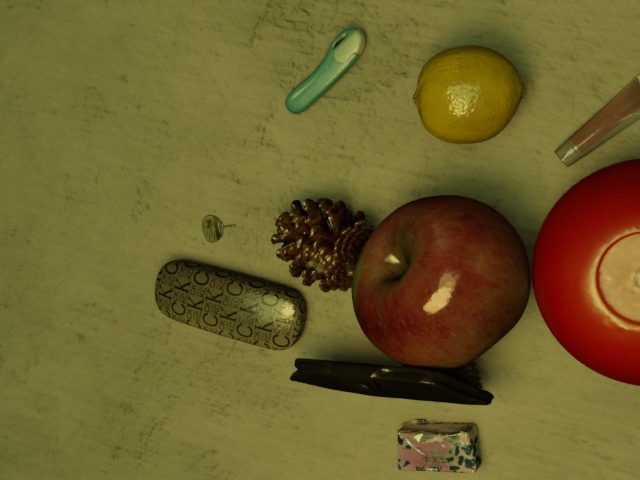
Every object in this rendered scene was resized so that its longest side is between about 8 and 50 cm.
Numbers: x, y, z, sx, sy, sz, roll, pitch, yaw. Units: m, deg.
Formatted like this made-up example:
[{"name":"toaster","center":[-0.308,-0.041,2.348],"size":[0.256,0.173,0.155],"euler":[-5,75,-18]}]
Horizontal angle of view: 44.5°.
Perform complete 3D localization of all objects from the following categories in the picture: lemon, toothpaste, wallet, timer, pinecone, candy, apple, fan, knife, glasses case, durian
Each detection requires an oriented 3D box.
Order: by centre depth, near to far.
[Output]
[{"name":"timer","center":[0.544,0.052,1.296],"size":[0.378,0.279,0.377],"euler":[2,96,23]},{"name":"apple","center":[0.222,0.082,1.402],"size":[0.269,0.344,0.344],"euler":[25,111,-28]},{"name":"toothpaste","center":[0.510,-0.209,1.404],"size":[0.194,0.043,0.067],"euler":[-39,80,15]},{"name":"lemon","center":[0.269,-0.262,1.416],"size":[0.203,0.178,0.178],"euler":[-1,97,9]},{"name":"wallet","center":[0.124,0.266,1.468],"size":[0.378,0.197,0.051],"euler":[-5,68,45]},{"name":"durian","center":[0.234,0.244,1.527],"size":[0.188,0.148,0.091],"euler":[25,65,-5]},{"name":"pinecone","center":[-0.002,0.000,1.555],"size":[0.212,0.169,0.185],"euler":[27,108,16]},{"name":"candy","center":[0.236,0.413,1.569],"size":[0.160,0.073,0.092],"euler":[-4,94,22]},{"name":"knife","center":[0.009,-0.340,1.583],"size":[0.222,0.031,0.064],"euler":[-43,85,24]},{"name":"glasses case","center":[-0.199,0.136,1.694],"size":[0.355,0.085,0.137],"euler":[13,102,18]},{"name":"fan","center":[-0.231,-0.034,1.729],"size":[0.080,0.003,0.060],"euler":[-38,84,21]}]
